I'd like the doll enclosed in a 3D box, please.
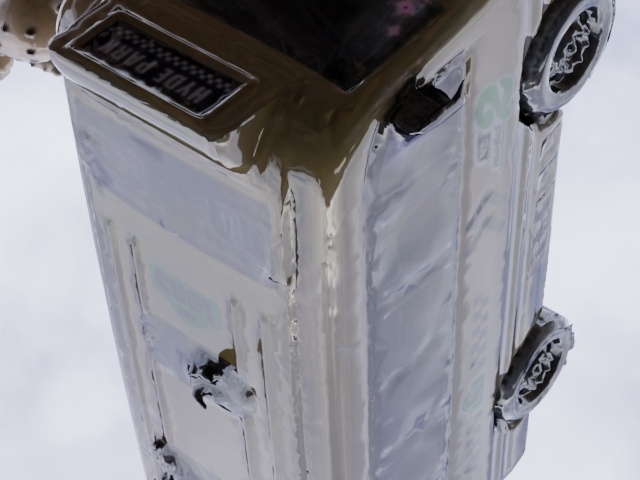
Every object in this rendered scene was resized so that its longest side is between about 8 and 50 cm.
[{"bbox_3d":[-0.298,-0.208,1.416,0.278,0.154,0.119,11,-133,29],"label":"doll"}]

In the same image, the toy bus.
[{"bbox_3d":[0.000,0.000,0.536,0.139,0.289,0.157,30,-126,26],"label":"toy bus"}]
